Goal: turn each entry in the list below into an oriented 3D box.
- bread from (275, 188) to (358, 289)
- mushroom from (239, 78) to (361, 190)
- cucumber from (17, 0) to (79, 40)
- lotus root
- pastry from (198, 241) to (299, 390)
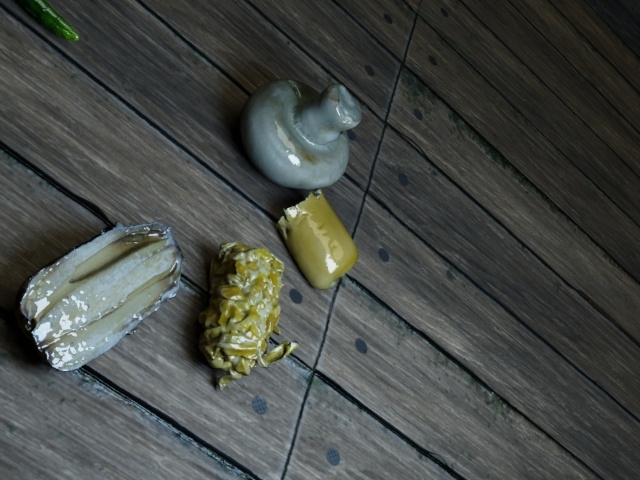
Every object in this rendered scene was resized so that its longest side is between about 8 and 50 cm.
[{"bbox_3d":[0.001,-0.001,1.740,0.173,0.085,0.134,56,39,1],"label":"bread"},{"bbox_3d":[-0.024,-0.222,1.758,0.243,0.243,0.244,25,48,-31],"label":"mushroom"},{"bbox_3d":[-0.484,-0.399,1.566,0.168,0.039,0.039,45,40,-16],"label":"cucumber"},{"bbox_3d":[-0.332,0.068,1.373,0.329,0.078,0.167,-34,113,-52],"label":"lotus root"},{"bbox_3d":[-0.122,0.125,1.515,0.154,0.102,0.250,26,46,-27],"label":"pastry"}]
